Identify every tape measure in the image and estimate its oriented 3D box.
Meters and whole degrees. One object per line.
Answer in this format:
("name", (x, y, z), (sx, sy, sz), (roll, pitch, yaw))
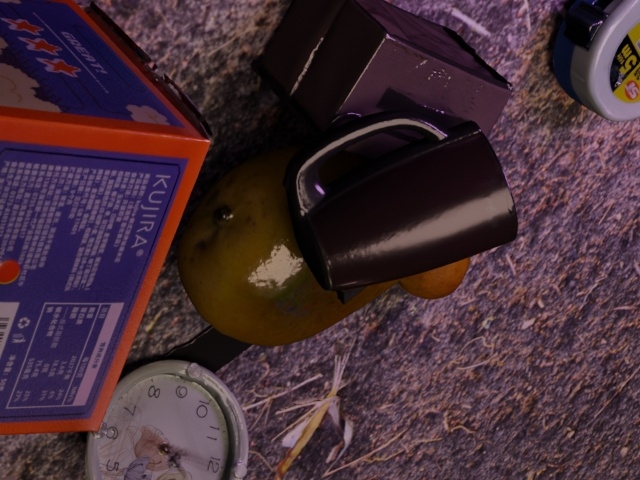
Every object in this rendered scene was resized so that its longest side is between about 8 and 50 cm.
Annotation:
("tape measure", (0.456, -0.243, 1.998), (0.215, 0.098, 0.351), (-47, 134, 0))

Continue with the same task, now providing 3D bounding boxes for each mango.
("mango", (0.000, 0.000, 1.766), (0.364, 0.182, 0.253), (-11, 131, -25))
("mango", (0.149, 0.010, 1.973), (0.115, 0.089, 0.165), (-20, 129, -12))

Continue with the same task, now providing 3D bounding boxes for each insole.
("insole", (-0.181, 0.170, 1.898), (0.322, 0.007, 0.109), (-37, 138, -9))

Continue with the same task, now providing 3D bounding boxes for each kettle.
("kettle", (0.082, -0.044, 1.590), (0.232, 0.144, 0.202), (-21, 120, -9))

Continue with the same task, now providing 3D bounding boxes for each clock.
("clock", (-0.205, 0.271, 1.867), (0.236, 0.053, 0.237), (1, 87, -35))

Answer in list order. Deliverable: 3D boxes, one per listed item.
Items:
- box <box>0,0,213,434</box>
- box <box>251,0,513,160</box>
("box", (-0.322, -0.035, 1.401), (0.256, 0.318, 0.349), (4, 118, -39))
("box", (0.079, -0.190, 1.694), (0.252, 0.188, 0.153), (17, 113, -41))
